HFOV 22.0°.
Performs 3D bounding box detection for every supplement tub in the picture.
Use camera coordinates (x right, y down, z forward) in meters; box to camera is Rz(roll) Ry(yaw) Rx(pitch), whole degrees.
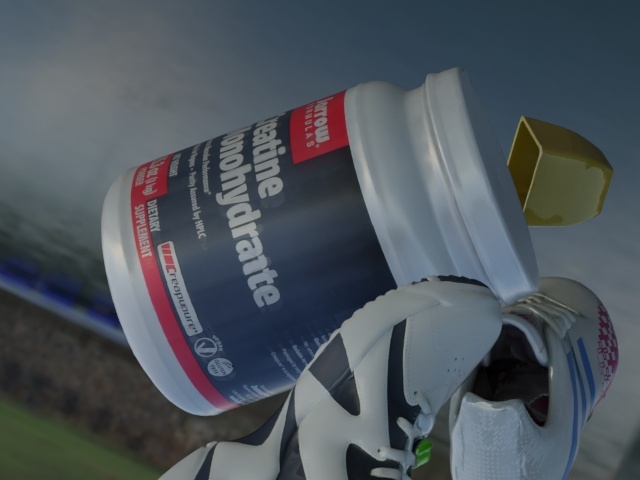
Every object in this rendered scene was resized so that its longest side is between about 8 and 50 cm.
[{"bbox_3d":[0.000,0.000,1.172,0.272,0.191,0.191,-19,155,12],"label":"supplement tub"}]

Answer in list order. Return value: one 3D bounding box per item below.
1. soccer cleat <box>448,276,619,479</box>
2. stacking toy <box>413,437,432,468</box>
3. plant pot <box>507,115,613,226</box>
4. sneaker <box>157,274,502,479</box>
[{"bbox_3d":[0.181,0.095,1.369,0.116,0.331,0.143,0,120,17],"label":"soccer cleat"},{"bbox_3d":[0.058,0.254,1.361,0.221,0.167,0.052,51,140,27],"label":"stacking toy"},{"bbox_3d":[0.225,-0.060,1.543,0.083,0.082,0.081,7,-154,-12],"label":"plant pot"},{"bbox_3d":[0.035,0.131,0.846,0.153,0.235,0.094,44,157,32],"label":"sneaker"}]
